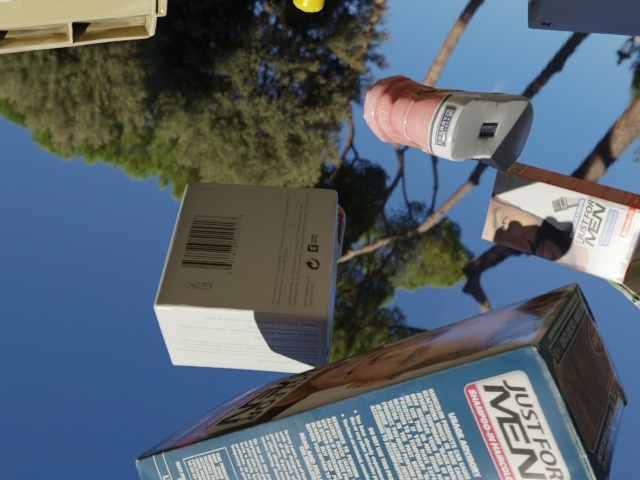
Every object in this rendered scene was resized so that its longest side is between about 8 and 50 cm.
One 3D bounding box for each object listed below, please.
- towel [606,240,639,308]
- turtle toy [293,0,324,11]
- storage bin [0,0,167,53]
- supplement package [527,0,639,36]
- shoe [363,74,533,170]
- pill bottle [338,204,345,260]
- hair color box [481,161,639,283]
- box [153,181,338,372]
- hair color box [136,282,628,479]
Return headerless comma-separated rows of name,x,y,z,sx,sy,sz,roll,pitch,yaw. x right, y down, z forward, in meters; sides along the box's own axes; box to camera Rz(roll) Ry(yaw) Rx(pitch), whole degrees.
towel,0.471,0.041,1.031,0.113,0.023,0.152,-13,-147,-14
turtle toy,-0.041,-0.231,0.516,0.066,0.095,0.130,-14,-142,-41
storage bin,-0.232,-0.239,0.418,0.262,0.260,0.123,-13,-113,-20
supplement package,0.285,-0.342,0.667,0.134,0.139,0.244,4,-105,2
shoe,0.108,-0.099,0.558,0.081,0.063,0.178,25,-161,30
pill bottle,0.000,0.000,1.291,0.086,0.086,0.152,15,-138,-6
hair color box,0.283,-0.024,0.802,0.167,0.093,0.053,20,-150,26
box,-0.073,0.041,0.777,0.182,0.119,0.181,3,-129,2
hair color box,0.043,0.149,0.543,0.174,0.347,0.105,-19,-93,-61
